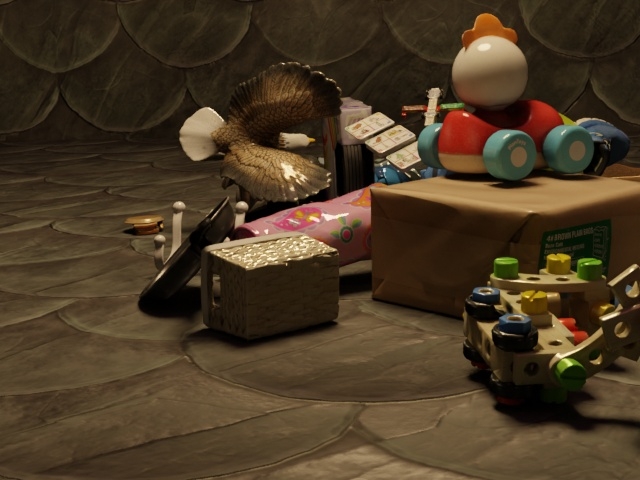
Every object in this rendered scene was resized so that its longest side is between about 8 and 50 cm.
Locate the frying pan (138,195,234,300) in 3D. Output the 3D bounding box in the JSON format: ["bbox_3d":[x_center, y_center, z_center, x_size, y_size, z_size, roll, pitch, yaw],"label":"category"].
[{"bbox_3d":[-0.161,-0.007,1.569,0.326,0.053,0.197,-37,14,53],"label":"frying pan"}]

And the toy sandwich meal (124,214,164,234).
[{"bbox_3d":[-0.341,-0.030,2.151,0.086,0.029,0.085,-4,8,1],"label":"toy sandwich meal"}]

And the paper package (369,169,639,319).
[{"bbox_3d":[0.278,-0.003,1.604,0.310,0.168,0.325,10,15,44],"label":"paper package"}]

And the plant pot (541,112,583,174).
[{"bbox_3d":[0.338,-0.098,1.946,0.207,0.228,0.227,-7,13,2],"label":"plant pot"}]

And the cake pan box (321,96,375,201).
[{"bbox_3d":[0.055,-0.144,2.125,0.070,0.245,0.267,-7,13,-7],"label":"cake pan box"}]

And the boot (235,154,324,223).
[{"bbox_3d":[-0.114,-0.083,2.219,0.247,0.083,0.161,-21,23,42],"label":"boot"}]

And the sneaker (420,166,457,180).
[{"bbox_3d":[0.204,-0.072,1.839,0.082,0.209,0.069,12,7,36],"label":"sneaker"}]

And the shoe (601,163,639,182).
[{"bbox_3d":[0.695,-0.133,2.496,0.219,0.058,0.076,2,31,33],"label":"shoe"}]

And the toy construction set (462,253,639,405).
[{"bbox_3d":[0.275,0.094,1.219,0.215,0.151,0.328,-3,1,-8],"label":"toy construction set"}]

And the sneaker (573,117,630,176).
[{"bbox_3d":[0.539,-0.166,2.260,0.330,0.129,0.147,-14,32,-41],"label":"sneaker"}]

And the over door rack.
[{"bbox_3d":[-0.120,-0.020,1.878,0.240,0.108,0.324,2,12,12],"label":"over door rack"}]

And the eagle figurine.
[{"bbox_3d":[-0.096,-0.184,2.027,0.225,0.226,0.298,-38,12,-21],"label":"eagle figurine"}]

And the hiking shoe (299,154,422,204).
[{"bbox_3d":[0.071,-0.101,2.326,0.304,0.113,0.132,3,35,23],"label":"hiking shoe"}]

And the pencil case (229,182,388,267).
[{"bbox_3d":[0.000,0.000,1.661,0.284,0.124,0.124,-19,19,-32],"label":"pencil case"}]

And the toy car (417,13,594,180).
[{"bbox_3d":[0.276,-0.222,1.669,0.210,0.237,0.219,-7,12,-26],"label":"toy car"}]

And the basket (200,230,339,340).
[{"bbox_3d":[-0.063,0.059,1.470,0.167,0.113,0.103,-11,17,-37],"label":"basket"}]

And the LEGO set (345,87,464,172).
[{"bbox_3d":[0.193,-0.196,1.952,0.244,0.060,0.182,-28,40,-20],"label":"LEGO set"}]
